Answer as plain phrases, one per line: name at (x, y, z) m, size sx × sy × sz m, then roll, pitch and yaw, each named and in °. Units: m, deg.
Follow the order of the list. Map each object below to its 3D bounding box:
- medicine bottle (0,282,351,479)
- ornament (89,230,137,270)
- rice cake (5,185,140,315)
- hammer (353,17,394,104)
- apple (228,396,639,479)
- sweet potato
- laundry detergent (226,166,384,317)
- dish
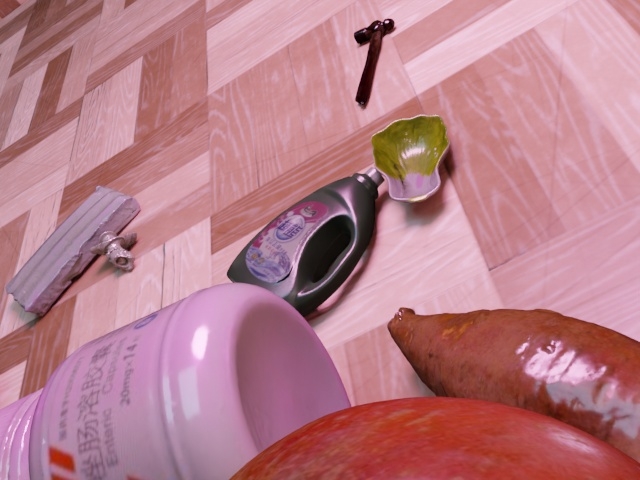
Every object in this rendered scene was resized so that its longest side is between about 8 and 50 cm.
medicine bottle at (-0.142, 0.193, 0.654) m, size 0.302 × 0.241 × 0.241 m, roll -25°, pitch 40°, yaw 20°
ornament at (-0.305, 0.010, 1.138) m, size 0.069 × 0.041 × 0.092 m, roll -11°, pitch 30°, yaw 2°
rice cake at (-0.393, 0.011, 1.211) m, size 0.127 × 0.043 × 0.237 m, roll 24°, pitch 71°, yaw 48°
hammer at (0.068, -0.252, 1.095) m, size 0.065 × 0.021 × 0.178 m, roll -13°, pitch 48°, yaw 32°
apple at (0.058, 0.253, 0.377) m, size 0.348 × 0.277 × 0.348 m, roll -40°, pitch 36°, yaw 38°
sweet potato at (0.157, 0.110, 0.574) m, size 0.337 × 0.131 × 0.131 m, roll 17°, pitch 66°, yaw 48°
laundry detergent at (0.000, 0.000, 0.873) m, size 0.211 × 0.063 × 0.137 m, roll -43°, pitch 40°, yaw -7°
dish at (0.108, -0.084, 0.876) m, size 0.091 × 0.039 × 0.137 m, roll -13°, pitch 48°, yaw 14°
